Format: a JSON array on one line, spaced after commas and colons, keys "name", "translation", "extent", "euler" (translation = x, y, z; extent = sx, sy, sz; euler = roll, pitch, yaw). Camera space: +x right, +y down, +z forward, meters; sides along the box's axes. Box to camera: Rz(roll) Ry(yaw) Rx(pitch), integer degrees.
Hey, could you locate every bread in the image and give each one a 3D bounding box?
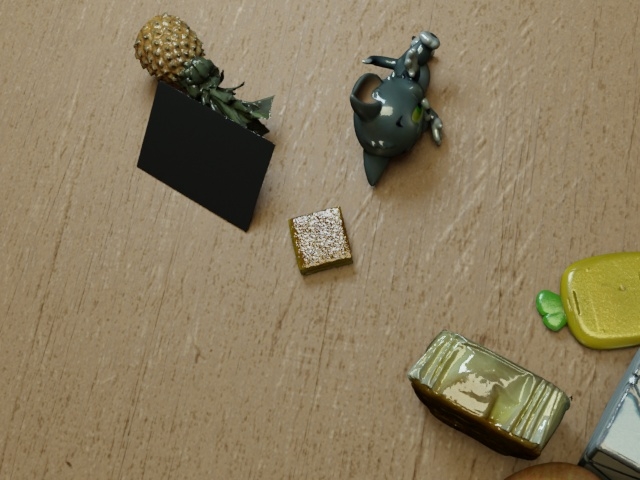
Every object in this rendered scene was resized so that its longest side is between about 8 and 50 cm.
[{"name": "bread", "translation": [0.226, 0.219, 1.252], "extent": [0.210, 0.192, 0.110], "euler": [27, 78, 18]}, {"name": "bread", "translation": [0.000, 0.000, 1.461], "extent": [0.090, 0.035, 0.094], "euler": [-15, 67, 4]}]

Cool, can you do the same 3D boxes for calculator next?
[{"name": "calculator", "translation": [0.442, 0.088, 1.354], "extent": [0.235, 0.032, 0.146], "euler": [-10, 67, 4]}]

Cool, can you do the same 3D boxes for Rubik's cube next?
[{"name": "Rubik's cube", "translation": [0.482, 0.250, 1.191], "extent": [0.205, 0.207, 0.205], "euler": [28, 77, 19]}]

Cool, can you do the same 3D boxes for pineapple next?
[{"name": "pineapple", "translation": [-0.195, -0.273, 1.545], "extent": [0.277, 0.119, 0.130], "euler": [46, 100, 16]}]

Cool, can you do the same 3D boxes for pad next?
[{"name": "pad", "translation": [-0.196, -0.139, 1.509], "extent": [0.245, 0.006, 0.170], "euler": [30, 117, 19]}]

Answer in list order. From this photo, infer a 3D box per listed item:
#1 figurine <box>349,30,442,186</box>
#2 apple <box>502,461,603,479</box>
[{"name": "figurine", "translation": [0.125, -0.249, 1.471], "extent": [0.140, 0.193, 0.265], "euler": [-2, 56, 10]}, {"name": "apple", "translation": [0.309, 0.395, 1.187], "extent": [0.209, 0.164, 0.209], "euler": [-8, 65, 19]}]
